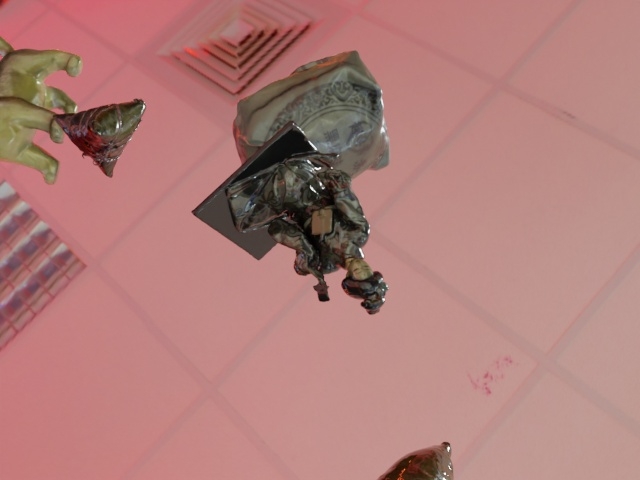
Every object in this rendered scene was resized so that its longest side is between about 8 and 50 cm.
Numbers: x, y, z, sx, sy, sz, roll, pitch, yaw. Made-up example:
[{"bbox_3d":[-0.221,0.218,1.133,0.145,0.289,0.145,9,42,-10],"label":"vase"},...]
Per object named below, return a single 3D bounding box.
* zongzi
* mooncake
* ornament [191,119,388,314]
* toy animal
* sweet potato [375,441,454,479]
[{"bbox_3d":[-0.204,-0.091,0.638,0.083,0.074,0.067,-1,-142,30],"label":"zongzi"},{"bbox_3d":[-0.012,-0.163,1.110,0.250,0.254,0.136,-25,-125,-5],"label":"mooncake"},{"bbox_3d":[0.000,0.000,0.758,0.166,0.153,0.196,-44,-120,4],"label":"ornament"},{"bbox_3d":[-0.400,-0.162,0.864,0.168,0.121,0.233,23,-128,-9],"label":"toy animal"},{"bbox_3d":[0.039,0.222,0.432,0.074,0.075,0.269,10,-139,22],"label":"sweet potato"}]
